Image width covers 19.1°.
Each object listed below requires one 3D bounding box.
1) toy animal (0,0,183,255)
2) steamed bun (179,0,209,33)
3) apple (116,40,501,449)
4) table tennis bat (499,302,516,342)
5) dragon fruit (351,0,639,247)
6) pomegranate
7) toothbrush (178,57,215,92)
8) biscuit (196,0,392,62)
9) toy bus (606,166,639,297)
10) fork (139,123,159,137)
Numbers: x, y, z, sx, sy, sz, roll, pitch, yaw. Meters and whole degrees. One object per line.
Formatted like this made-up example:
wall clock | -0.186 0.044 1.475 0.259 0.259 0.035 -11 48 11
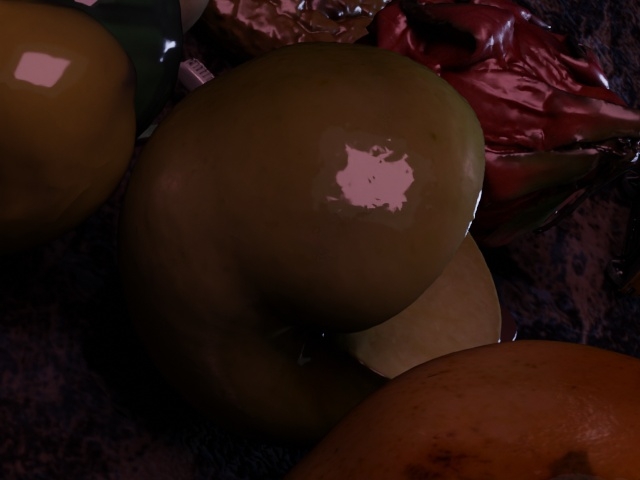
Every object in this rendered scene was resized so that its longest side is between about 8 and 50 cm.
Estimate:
toy animal | -0.211 -0.102 1.352 0.191 0.216 0.338 11 41 25
steamed bun | -0.149 -0.218 1.609 0.130 0.091 0.112 14 53 22
apple | 0.000 0.000 1.362 0.292 0.292 0.254 18 40 -18
table tennis bat | 0.129 0.062 1.602 0.083 0.007 0.050 24 43 -16
dragon fruit | 0.147 -0.103 1.579 0.233 0.293 0.234 -6 99 -42
pomegranate | 0.131 0.274 1.156 0.416 0.417 0.417 18 44 -18
toothbrush | -0.022 -0.051 1.584 0.276 0.019 0.025 46 35 5
biscuit | -0.029 -0.261 1.747 0.295 0.075 0.296 17 46 -18
toy bus | 0.327 -0.021 1.749 0.088 0.083 0.194 29 41 -8
fork | -0.156 -0.081 1.542 0.235 0.021 0.039 -12 64 -41
